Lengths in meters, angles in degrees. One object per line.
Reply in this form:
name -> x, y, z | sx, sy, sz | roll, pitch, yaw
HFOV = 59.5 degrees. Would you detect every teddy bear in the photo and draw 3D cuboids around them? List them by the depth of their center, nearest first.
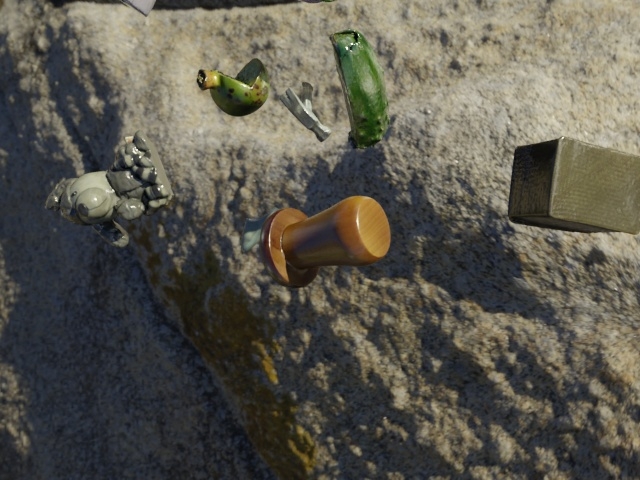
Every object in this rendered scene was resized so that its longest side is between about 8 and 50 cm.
teddy bear -> -0.396, -0.077, 1.085 | 0.251, 0.171, 0.144 | -35, 22, 1

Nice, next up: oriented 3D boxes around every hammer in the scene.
hammer -> -0.030, -0.266, 1.056 | 0.029, 0.103, 0.246 | -41, 24, 19

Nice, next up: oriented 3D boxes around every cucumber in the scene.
cucumber -> 0.111, -0.385, 1.429 | 0.145, 0.325, 0.105 | -28, 50, -5

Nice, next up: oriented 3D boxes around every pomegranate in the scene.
pomegranate -> -0.198, -0.347, 1.294 | 0.143, 0.169, 0.122 | 34, 139, 40

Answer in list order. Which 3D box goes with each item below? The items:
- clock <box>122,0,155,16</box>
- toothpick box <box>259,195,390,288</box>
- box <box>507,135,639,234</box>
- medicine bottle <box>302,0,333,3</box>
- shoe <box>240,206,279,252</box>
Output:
clock -> -0.330, -0.567, 1.020 | 0.189, 0.189, 0.254 | 40, 101, 30
toothpick box -> 0.000, 0.000, 1.263 | 0.294, 0.192, 0.192 | -15, 75, 36
box -> 0.581, -0.114, 1.267 | 0.143, 0.273, 0.184 | -176, 93, -68
medicine bottle -> -0.040, -0.579, 1.183 | 0.133, 0.133, 0.274 | -57, 39, 12
shoe -> -0.210, -0.047, 1.831 | 0.078, 0.079, 0.195 | 45, 115, 0
